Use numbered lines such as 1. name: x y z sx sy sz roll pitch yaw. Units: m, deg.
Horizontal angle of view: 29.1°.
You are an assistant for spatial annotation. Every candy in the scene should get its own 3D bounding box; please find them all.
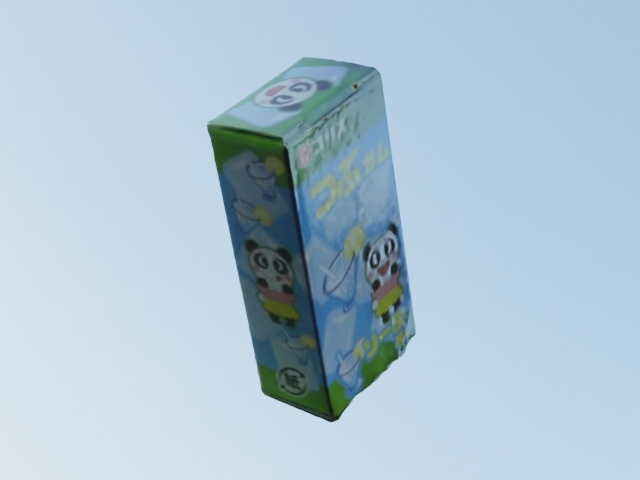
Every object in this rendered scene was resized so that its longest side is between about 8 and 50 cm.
1. candy: 0.000 0.000 0.728 0.062 0.097 0.195 15 -51 34
